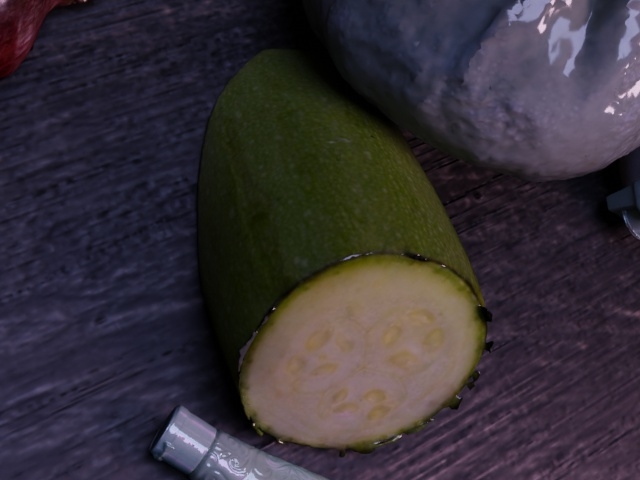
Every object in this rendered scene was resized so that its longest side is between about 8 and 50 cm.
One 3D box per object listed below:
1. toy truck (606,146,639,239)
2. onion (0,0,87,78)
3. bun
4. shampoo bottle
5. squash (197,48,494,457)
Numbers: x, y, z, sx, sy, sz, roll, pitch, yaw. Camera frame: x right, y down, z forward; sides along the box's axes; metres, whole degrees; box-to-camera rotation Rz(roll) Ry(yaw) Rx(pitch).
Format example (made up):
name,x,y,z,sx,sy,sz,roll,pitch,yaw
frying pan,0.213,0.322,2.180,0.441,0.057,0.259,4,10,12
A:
name,x,y,z,sx,sy,sz,roll,pitch,yaw
toy truck,0.313,-0.131,0.880,0.108,0.140,0.256,27,54,-32
onion,-0.215,-0.206,0.676,0.151,0.098,0.205,10,68,-20
bun,0.145,-0.216,0.757,0.355,0.194,0.354,7,52,-10
shampoo bottle,-0.023,0.171,0.664,0.191,0.041,0.069,35,66,-9
squash,0.000,0.000,0.747,0.189,0.189,0.260,5,34,-23
